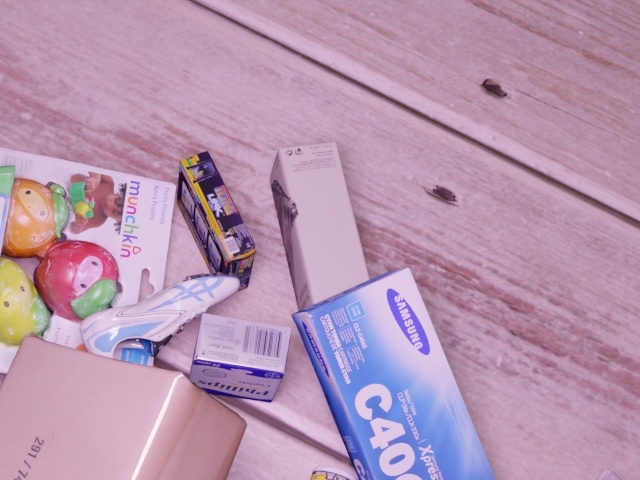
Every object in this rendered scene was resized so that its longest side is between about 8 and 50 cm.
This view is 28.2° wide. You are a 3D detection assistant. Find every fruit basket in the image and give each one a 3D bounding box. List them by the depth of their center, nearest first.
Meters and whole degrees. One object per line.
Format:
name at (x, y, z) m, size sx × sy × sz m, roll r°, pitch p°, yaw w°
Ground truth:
fruit basket at (-0.386, 0.031, 1.771) m, size 0.353 × 0.165 × 0.327 m, roll 11°, pitch 70°, yaw -13°

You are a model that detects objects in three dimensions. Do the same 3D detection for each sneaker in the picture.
sneaker at (-0.212, 0.107, 1.748) m, size 0.237 × 0.085 × 0.086 m, roll -23°, pitch 85°, yaw -25°

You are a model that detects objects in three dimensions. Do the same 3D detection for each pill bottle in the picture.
pill bottle at (0.006, 0.372, 1.735) m, size 0.065 × 0.065 × 0.116 m, roll 18°, pitch 64°, yaw -1°

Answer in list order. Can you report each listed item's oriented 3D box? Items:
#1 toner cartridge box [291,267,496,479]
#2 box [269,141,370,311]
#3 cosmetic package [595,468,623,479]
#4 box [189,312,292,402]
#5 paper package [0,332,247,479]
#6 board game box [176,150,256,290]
toner cartridge box at (0.106, 0.229, 1.751) m, size 0.165 × 0.075 × 0.348 m, roll -23°, pitch 92°, yaw -20°
box at (0.000, 0.000, 1.885) m, size 0.094 × 0.113 × 0.275 m, roll -7°, pitch 65°, yaw -14°
cosmetic package at (0.435, 0.450, 1.753) m, size 0.238 × 0.107 × 0.127 m, roll 41°, pitch 62°, yaw 14°
box at (-0.114, 0.165, 1.771) m, size 0.126 × 0.137 × 0.072 m, roll 10°, pitch 65°, yaw -5°
paper package at (-0.288, 0.307, 1.557) m, size 0.309 × 0.168 × 0.325 m, roll 7°, pitch 66°, yaw 40°
board game box at (-0.153, -0.023, 1.851) m, size 0.048 × 0.141 × 0.170 m, roll -22°, pitch 71°, yaw -16°
